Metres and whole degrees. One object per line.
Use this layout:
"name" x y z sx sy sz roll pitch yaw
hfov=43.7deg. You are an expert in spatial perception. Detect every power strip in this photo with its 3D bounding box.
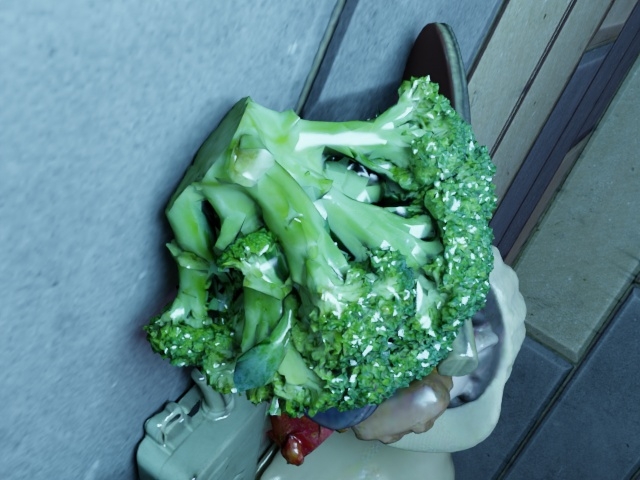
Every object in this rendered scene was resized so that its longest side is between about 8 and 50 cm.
"power strip" -0.092 0.178 0.618 0.093 0.053 0.288 -46 161 -32

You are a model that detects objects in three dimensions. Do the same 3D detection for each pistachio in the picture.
"pistachio" 0.014 0.303 0.917 0.332 0.208 0.226 -37 114 -17

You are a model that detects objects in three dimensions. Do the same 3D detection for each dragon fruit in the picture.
"dragon fruit" -0.015 0.169 0.811 0.112 0.068 0.126 -44 180 14

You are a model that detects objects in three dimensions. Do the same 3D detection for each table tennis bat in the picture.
"table tennis bat" 0.073 -0.031 0.512 0.138 0.022 0.246 107 -15 -56

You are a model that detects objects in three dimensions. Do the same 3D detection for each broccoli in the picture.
"broccoli" 0.000 0.000 0.407 0.195 0.156 0.195 -43 -154 28

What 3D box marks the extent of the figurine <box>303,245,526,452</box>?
"figurine" 0.064 0.058 0.640 0.204 0.185 0.332 -62 156 -8
